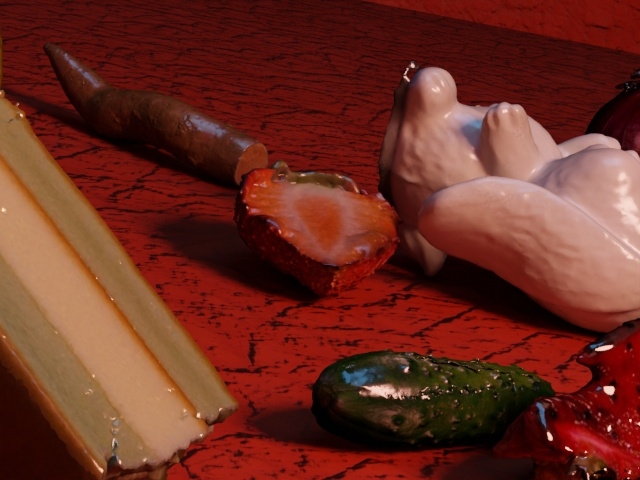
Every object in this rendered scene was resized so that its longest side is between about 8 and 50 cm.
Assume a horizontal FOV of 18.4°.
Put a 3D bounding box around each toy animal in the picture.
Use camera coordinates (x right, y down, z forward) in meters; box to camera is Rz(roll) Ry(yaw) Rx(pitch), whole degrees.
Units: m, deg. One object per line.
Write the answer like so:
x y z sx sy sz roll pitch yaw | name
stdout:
0.178 -0.026 1.698 0.249 0.174 0.289 17 8 -41 | toy animal

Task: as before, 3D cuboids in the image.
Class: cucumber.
0.084 0.107 1.330 0.227 0.069 0.069 4 17 -42 | cucumber

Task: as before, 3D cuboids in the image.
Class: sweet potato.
-0.176 -0.121 1.943 0.281 0.067 0.059 22 61 33 | sweet potato

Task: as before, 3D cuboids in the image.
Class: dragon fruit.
0.199 0.118 1.292 0.092 0.122 0.192 40 25 30 | dragon fruit

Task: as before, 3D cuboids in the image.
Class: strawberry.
0.000 0.000 1.622 0.147 0.082 0.187 5 22 -9 | strawberry

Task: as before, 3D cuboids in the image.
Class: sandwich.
-0.150 0.058 0.983 0.198 0.227 0.155 18 16 19 | sandwich

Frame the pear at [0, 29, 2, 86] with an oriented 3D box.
-0.391 -0.150 1.353 0.352 0.352 0.413 12 22 -2 | pear

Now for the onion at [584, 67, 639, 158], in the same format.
0.422 -0.086 2.058 0.314 0.232 0.314 -12 9 2 | onion
